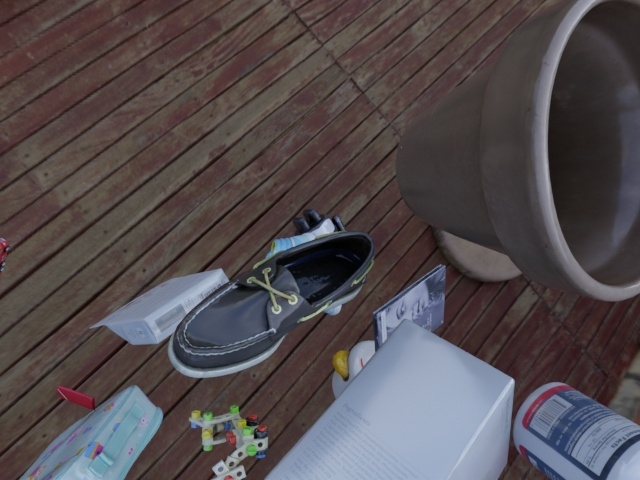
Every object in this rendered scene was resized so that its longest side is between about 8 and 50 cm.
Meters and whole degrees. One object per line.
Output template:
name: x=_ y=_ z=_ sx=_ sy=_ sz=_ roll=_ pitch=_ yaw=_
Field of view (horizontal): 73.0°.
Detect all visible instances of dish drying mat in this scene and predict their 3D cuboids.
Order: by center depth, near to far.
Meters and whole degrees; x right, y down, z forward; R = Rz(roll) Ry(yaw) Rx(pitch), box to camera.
dish drying mat: x=-0.476 y=0.306 z=0.842 sx=0.084 sy=0.008 sz=0.032 roll=14 pitch=115 yaw=13

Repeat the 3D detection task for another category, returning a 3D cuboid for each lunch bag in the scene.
lunch bag: x=-0.413 y=0.397 z=0.761 sx=0.224 sy=0.279 sz=0.107 roll=-33 pitch=102 yaw=12

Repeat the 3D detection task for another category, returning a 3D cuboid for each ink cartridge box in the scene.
ink cartridge box: x=-0.520 y=0.220 z=1.402 sx=0.308 sy=0.385 sz=0.091 roll=-39 pitch=108 yaw=-48

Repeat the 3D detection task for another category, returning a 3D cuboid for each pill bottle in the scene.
pill bottle: x=0.316 y=0.245 z=0.469 sx=0.108 sy=0.180 sz=0.107 roll=-5 pitch=104 yaw=-21

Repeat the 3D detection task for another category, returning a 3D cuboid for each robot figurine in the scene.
robot figurine: x=-0.002 y=0.001 z=1.806 sx=0.209 sy=0.173 sz=0.278 roll=-27 pitch=110 yaw=20

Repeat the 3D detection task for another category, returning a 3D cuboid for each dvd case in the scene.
dvd case: x=0.196 y=0.167 z=0.926 sx=0.221 sy=0.018 sz=0.164 roll=-28 pitch=126 yaw=-32

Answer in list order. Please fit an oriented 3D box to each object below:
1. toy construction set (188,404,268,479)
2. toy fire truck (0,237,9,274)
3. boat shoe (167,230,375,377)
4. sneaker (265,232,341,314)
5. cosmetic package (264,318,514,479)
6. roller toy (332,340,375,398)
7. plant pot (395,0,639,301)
toy construction set: x=-0.289 y=0.639 z=1.379 sx=0.215 sy=0.328 sz=0.150 roll=3 pitch=102 yaw=-25
toy fire truck: x=-1.033 y=0.093 z=1.321 sx=0.047 sy=0.135 sz=0.192 roll=29 pitch=114 yaw=-9
boat shoe: x=-0.037 y=0.048 z=0.414 sx=0.228 sy=0.068 sz=0.081 roll=-25 pitch=63 yaw=-39
sneaker: x=-0.071 y=0.117 z=1.410 sx=0.209 sy=0.127 sz=0.318 roll=-5 pitch=50 yaw=-29
cosmetic package: x=0.095 y=0.253 z=0.477 sx=0.225 sy=0.138 sz=0.223 roll=-44 pitch=137 yaw=-24
roller toy: x=0.140 y=0.372 z=1.159 sx=0.191 sy=0.146 sz=0.209 roll=-12 pitch=52 yaw=-44
plant pot: x=0.209 y=-0.084 z=0.458 sx=0.263 sy=0.229 sz=0.262 roll=-2 pitch=94 yaw=-28
